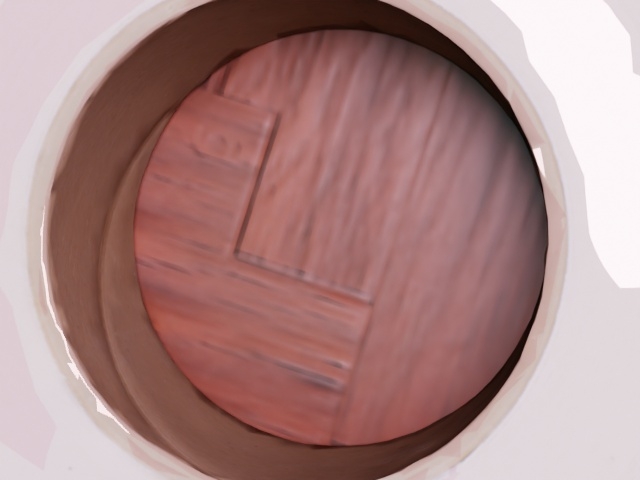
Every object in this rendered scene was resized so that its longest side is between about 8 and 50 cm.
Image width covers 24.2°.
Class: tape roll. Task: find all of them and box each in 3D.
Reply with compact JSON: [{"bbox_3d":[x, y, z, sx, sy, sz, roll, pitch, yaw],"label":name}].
[{"bbox_3d":[0.000,0.000,0.449,0.286,0.100,0.286,0,90,8],"label":"tape roll"}]
